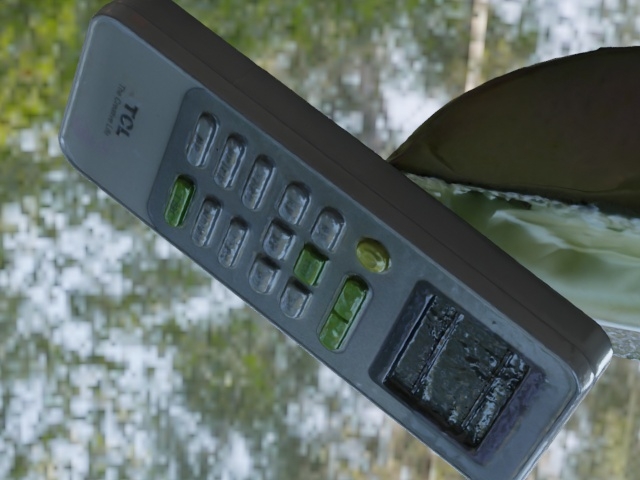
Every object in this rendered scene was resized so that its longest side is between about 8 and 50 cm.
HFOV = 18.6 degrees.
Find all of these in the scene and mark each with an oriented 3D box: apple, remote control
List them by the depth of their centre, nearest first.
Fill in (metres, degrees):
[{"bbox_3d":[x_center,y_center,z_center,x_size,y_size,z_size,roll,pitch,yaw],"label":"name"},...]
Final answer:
[{"bbox_3d":[0.000,0.000,0.804,0.250,0.103,0.034,38,-129,9],"label":"remote control"},{"bbox_3d":[0.169,-0.004,0.883,0.265,0.193,0.120,12,-111,12],"label":"apple"}]
